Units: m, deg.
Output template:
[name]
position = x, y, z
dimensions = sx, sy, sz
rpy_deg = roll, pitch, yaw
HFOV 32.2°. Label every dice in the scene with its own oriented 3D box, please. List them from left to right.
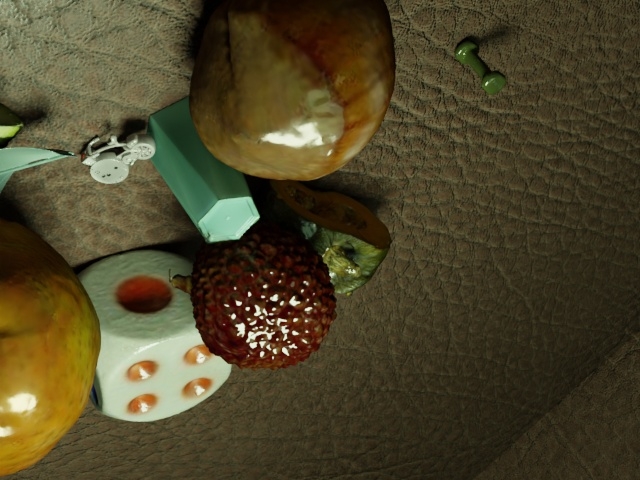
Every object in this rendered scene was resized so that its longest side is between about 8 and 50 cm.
[dice]
position = -0.333, 0.182, 2.103
dimensions = 0.259, 0.243, 0.251
rpy_deg = -17, 142, -22

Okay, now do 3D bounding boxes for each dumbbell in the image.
[dumbbell]
position = 0.295, -0.321, 2.051
dimensions = 0.046, 0.118, 0.052
rpy_deg = -43, 143, 15

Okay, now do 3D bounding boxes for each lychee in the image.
[lychee]
position = -0.117, 0.093, 1.926
dimensions = 0.300, 0.264, 0.264
rpy_deg = 11, 140, 10

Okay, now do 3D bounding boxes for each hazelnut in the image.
[hazelnut]
position = -0.033, -0.261, 1.761
dimensions = 0.372, 0.315, 0.372
rpy_deg = -42, 174, -5

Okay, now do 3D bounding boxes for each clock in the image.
[clock]
position = -0.340, -0.144, 1.863
dimensions = 0.129, 0.041, 0.087
rpy_deg = -27, 139, 25

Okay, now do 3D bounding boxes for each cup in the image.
[cup]
position = -0.199, -0.112, 1.857
dimensions = 0.148, 0.235, 0.134
rpy_deg = -27, 142, -1

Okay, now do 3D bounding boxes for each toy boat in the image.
[toy boat]
position = -0.536, -0.094, 1.742
dimensions = 0.292, 0.070, 0.210
rpy_deg = -11, 168, -23

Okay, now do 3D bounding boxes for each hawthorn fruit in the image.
[hawthorn fruit]
position = -0.571, 0.163, 1.733
dimensions = 0.472, 0.471, 0.471
rpy_deg = -19, 142, -16

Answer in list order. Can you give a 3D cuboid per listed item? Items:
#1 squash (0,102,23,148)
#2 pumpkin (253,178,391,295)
[squash]
position = -0.571, -0.178, 1.670
dimensions = 0.192, 0.085, 0.184
rpy_deg = -2, 168, -41
[pumpkin]
position = 0.000, 0.000, 2.135
dimensions = 0.317, 0.221, 0.139
rpy_deg = 20, 122, -45
